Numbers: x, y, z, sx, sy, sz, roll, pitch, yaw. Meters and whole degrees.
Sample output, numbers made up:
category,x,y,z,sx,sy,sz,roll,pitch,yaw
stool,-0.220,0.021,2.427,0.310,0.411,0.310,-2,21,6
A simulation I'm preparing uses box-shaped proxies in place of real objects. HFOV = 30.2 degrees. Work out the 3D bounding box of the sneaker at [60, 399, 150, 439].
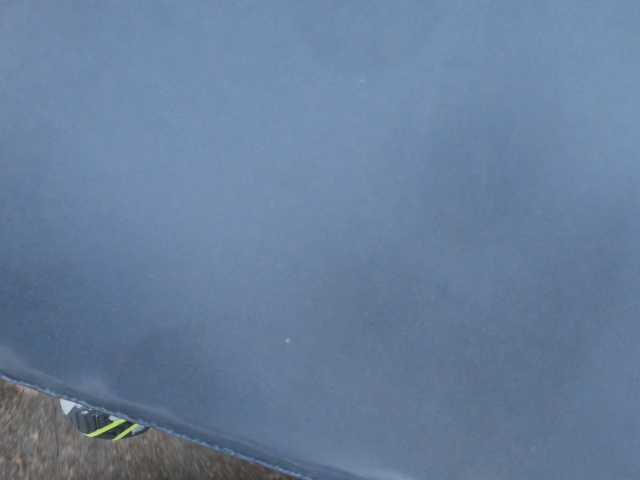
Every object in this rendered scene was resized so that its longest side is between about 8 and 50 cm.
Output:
category,x,y,z,sx,sy,sz,roll,pitch,yaw
sneaker,-0.186,0.133,1.509,0.385,0.145,0.147,-20,71,-50

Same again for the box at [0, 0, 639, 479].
category,x,y,z,sx,sy,sz,roll,pitch,yaw
box,0.014,-0.046,0.717,0.480,0.472,0.297,22,93,-17
